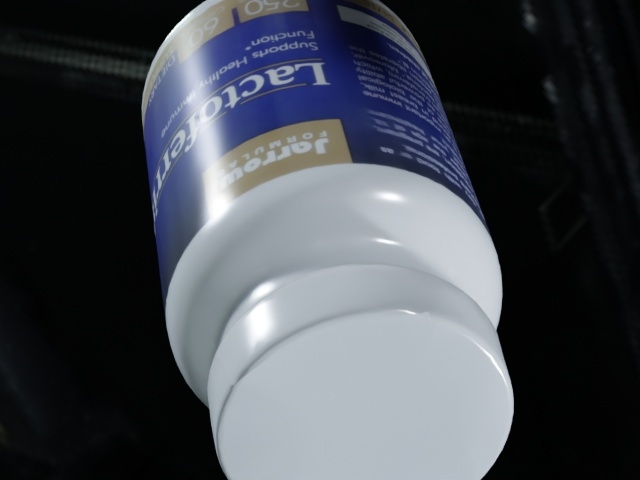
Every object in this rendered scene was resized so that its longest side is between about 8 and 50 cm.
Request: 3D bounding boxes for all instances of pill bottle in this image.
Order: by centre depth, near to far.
[{"bbox_3d":[0.000,0.000,0.809,0.264,0.153,0.153,-105,180,-53],"label":"pill bottle"}]
